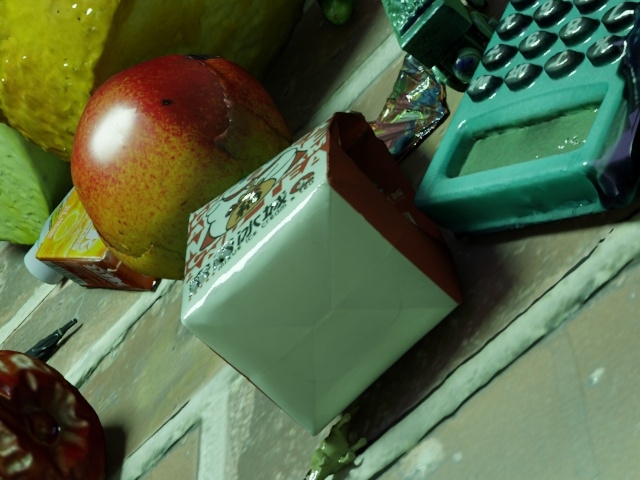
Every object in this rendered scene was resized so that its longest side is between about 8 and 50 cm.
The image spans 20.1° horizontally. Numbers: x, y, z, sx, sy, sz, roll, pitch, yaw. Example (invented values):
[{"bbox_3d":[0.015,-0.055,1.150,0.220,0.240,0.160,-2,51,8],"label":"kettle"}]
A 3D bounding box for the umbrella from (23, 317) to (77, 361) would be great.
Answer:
[{"bbox_3d":[-0.361,0.157,2.060,0.269,0.044,0.044,-39,59,38],"label":"umbrella"}]

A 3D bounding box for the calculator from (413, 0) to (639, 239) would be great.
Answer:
[{"bbox_3d":[0.188,-0.132,1.292,0.248,0.058,0.274,-10,50,60],"label":"calculator"}]

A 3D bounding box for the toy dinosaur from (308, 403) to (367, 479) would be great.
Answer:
[{"bbox_3d":[0.006,0.162,1.316,0.041,0.026,0.113,-35,21,55],"label":"toy dinosaur"}]

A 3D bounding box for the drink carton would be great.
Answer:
[{"bbox_3d":[-0.226,-0.003,1.951,0.096,0.071,0.223,-61,23,-13],"label":"drink carton"}]

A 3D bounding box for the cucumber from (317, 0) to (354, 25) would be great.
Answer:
[{"bbox_3d":[0.014,-0.247,1.827,0.037,0.037,0.155,-51,21,14],"label":"cucumber"}]

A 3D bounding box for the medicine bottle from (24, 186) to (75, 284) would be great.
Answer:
[{"bbox_3d":[-0.293,-0.006,2.112,0.118,0.055,0.074,-48,26,23],"label":"medicine bottle"}]

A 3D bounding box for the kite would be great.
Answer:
[{"bbox_3d":[0.056,-0.096,1.576,0.189,0.009,0.232,-3,58,63],"label":"kite"}]

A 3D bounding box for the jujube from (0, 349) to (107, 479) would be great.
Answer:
[{"bbox_3d":[-0.324,0.217,1.711,0.232,0.213,0.213,-41,28,38],"label":"jujube"}]

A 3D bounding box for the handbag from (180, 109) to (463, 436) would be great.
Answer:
[{"bbox_3d":[0.000,0.000,1.410,0.171,0.151,0.298,-44,16,15],"label":"handbag"}]

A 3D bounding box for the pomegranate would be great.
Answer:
[{"bbox_3d":[-0.120,-0.058,1.643,0.210,0.210,0.235,-48,57,21],"label":"pomegranate"}]

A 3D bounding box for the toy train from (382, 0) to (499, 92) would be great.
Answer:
[{"bbox_3d":[0.096,-0.188,1.499,0.070,0.099,0.172,-47,25,17],"label":"toy train"}]

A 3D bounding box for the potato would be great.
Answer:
[{"bbox_3d":[-0.349,-0.152,2.279,0.280,0.213,0.330,-53,2,-33],"label":"potato"}]

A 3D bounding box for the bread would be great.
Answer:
[{"bbox_3d":[-0.182,-0.256,1.825,0.215,0.398,0.398,35,92,24],"label":"bread"}]
